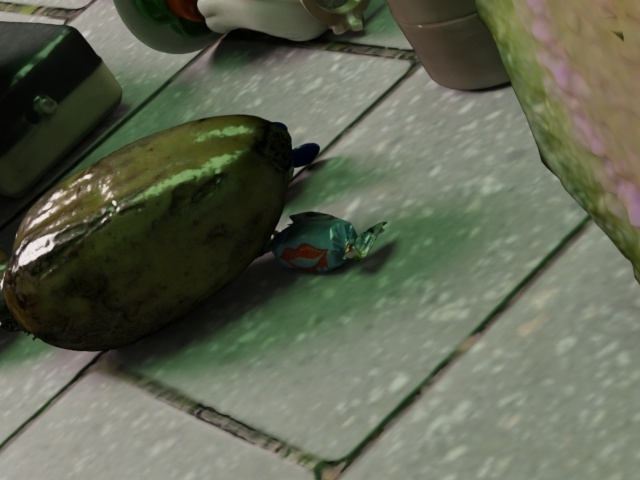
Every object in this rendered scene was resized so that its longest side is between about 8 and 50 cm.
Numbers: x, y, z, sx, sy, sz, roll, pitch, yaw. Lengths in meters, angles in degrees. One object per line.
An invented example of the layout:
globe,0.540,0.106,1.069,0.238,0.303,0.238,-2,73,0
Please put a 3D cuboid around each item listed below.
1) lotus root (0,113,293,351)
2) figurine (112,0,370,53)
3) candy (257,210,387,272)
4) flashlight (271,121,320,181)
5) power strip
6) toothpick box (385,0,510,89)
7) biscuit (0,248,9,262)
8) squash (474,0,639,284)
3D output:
lotus root,-0.085,0.000,0.915,0.179,0.080,0.089,-27,38,22
figurine,-0.037,-0.167,1.119,0.154,0.132,0.132,15,53,42
candy,0.000,-0.001,0.895,0.083,0.020,0.030,2,43,52
flashlight,-0.058,-0.021,0.979,0.121,0.057,0.035,-31,64,18
power strip,-0.230,-0.090,1.247,0.105,0.070,0.257,-48,29,-20
toothpick box,0.063,-0.175,0.941,0.111,0.180,0.111,-25,29,15
biscuit,-0.244,-0.039,1.113,0.183,0.047,0.320,-53,38,23
squash,0.243,-0.130,0.611,0.309,0.310,0.310,-26,24,-19
